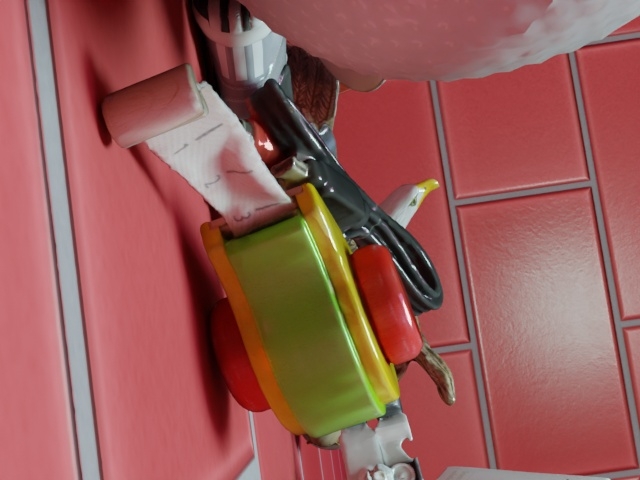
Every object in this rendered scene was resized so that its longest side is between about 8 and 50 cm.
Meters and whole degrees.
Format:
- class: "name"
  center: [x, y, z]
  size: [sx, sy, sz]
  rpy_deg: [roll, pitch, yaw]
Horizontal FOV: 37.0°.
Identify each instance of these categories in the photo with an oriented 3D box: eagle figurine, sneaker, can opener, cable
- class: "eagle figurine"
  center: [0.007, -0.008, 0.896]
  size: [0.226, 0.225, 0.298]
  rpy_deg: [5, -36, 52]
- class: "sneaker"
  center: [-0.054, -0.167, 0.759]
  size: [0.228, 0.086, 0.132]
  rpy_deg: [-79, 168, -54]
- class: "can opener"
  center: [0.049, 0.176, 1.000]
  size: [0.093, 0.074, 0.280]
  rpy_deg: [75, 1, -58]
- class: "cable"
  center: [0.005, -0.019, 0.715]
  size: [0.287, 0.072, 0.139]
  rpy_deg: [35, 30, -60]

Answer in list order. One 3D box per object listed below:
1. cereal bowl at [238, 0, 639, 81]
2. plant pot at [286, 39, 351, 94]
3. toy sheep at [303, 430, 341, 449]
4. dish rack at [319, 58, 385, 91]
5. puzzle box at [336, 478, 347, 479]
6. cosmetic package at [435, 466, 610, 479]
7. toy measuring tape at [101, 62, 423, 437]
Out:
- class: "cereal bowl"
  center: [-0.006, -0.212, 0.351]
  size: [0.339, 0.141, 0.339]
  rpy_deg: [49, -28, 37]
- class: "plant pot"
  center: [0.017, -0.322, 1.170]
  size: [0.267, 0.267, 0.235]
  rpy_deg: [34, 36, -88]
- class: "toy sheep"
  center: [0.012, 0.184, 1.076]
  size: [0.132, 0.091, 0.091]
  rpy_deg: [-60, 145, -59]
- class: "dish rack"
  center: [0.008, -0.277, 0.522]
  size: [0.285, 0.072, 0.333]
  rpy_deg: [55, -26, 22]
- class: "puzzle box"
  center: [0.029, 0.444, 0.900]
  size: [0.272, 0.052, 0.409]
  rpy_deg: [68, 14, -82]
- class: "cosmetic package"
  center: [0.154, 0.389, 0.758]
  size: [0.197, 0.155, 0.365]
  rpy_deg: [-19, 103, -59]
- class: "toy measuring tape"
  center: [-0.014, 0.033, 0.481]
  size: [0.330, 0.121, 0.121]
  rpy_deg: [55, 25, -69]
